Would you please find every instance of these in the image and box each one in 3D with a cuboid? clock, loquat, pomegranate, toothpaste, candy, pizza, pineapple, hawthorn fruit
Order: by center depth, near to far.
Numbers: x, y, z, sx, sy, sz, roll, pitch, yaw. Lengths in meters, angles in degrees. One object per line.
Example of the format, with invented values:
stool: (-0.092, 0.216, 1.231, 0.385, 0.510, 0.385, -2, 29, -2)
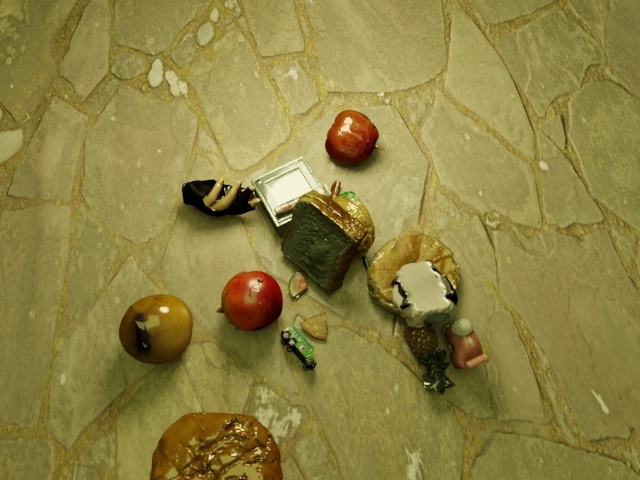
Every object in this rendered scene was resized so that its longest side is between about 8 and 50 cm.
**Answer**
clock: (0.458, 0.335, 1.534, 0.093, 0.166, 0.162, -18, 75, -5)
loquat: (-0.535, 0.291, 1.538, 0.235, 0.235, 0.234, 0, 67, 1)
pineapple: (0.361, 0.390, 1.546, 0.119, 0.111, 0.237, -33, 70, 27)
pomegranate: (-0.239, 0.208, 1.583, 0.235, 0.210, 0.210, -32, 66, 23)
pizza: (-0.008, 0.307, 1.629, 0.100, 0.029, 0.099, -28, 77, -8)
toothpaste: (-0.066, -0.147, 1.693, 0.218, 0.033, 0.052, -24, 74, -15)
candy: (0.138, -0.032, 1.750, 0.097, 0.097, 0.323, -15, 76, -5)
hawthorn fruit: (0.150, -0.390, 1.834, 0.243, 0.207, 0.207, 25, 70, 6)

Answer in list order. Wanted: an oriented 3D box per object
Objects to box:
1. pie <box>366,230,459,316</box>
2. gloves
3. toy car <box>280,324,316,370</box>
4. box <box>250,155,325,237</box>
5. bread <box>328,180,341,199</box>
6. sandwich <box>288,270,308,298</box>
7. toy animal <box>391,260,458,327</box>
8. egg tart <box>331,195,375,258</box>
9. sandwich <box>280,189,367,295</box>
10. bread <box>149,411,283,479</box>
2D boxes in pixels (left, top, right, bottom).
pie: (0.332, 0.122, 1.663, 0.340, 0.083, 0.339, -1, 71, 2)
gloves: (-0.362, -0.165, 1.764, 0.301, 0.197, 0.152, -2, 106, 24)
toy car: (-0.068, 0.363, 1.583, 0.062, 0.071, 0.165, -35, 70, -27)
box: (-0.110, -0.169, 1.779, 0.225, 0.117, 0.225, -28, 69, -10)
bread: (0.057, -0.192, 1.827, 0.036, 0.047, 0.083, 23, 68, -22)
sandwich: (-0.081, 0.161, 1.691, 0.069, 0.026, 0.101, -7, 70, -6)
toy animal: (0.335, 0.190, 1.521, 0.204, 0.156, 0.208, -14, 44, -2)
egg tart: (0.082, -0.039, 1.672, 0.241, 0.241, 0.106, 43, 40, 17)
sandwich: (0.000, 0.000, 1.612, 0.271, 0.301, 0.099, 37, 43, 15)
bread: (-0.301, 0.698, 1.370, 0.399, 0.215, 0.397, 0, 67, 0)
